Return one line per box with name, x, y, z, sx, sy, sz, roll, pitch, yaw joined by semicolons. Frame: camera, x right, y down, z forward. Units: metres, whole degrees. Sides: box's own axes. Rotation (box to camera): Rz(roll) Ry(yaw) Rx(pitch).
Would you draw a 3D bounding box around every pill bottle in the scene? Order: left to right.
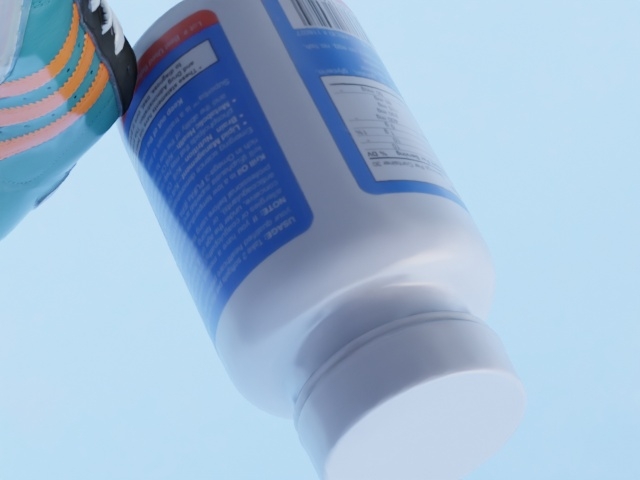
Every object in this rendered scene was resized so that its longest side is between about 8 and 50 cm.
pill bottle;0.000;0.000;0.827;0.124;0.124;0.221;-23;-125;-4

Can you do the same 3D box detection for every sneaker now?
sneaker;-0.134;-0.094;0.784;0.121;0.302;0.108;-35;-103;-30
